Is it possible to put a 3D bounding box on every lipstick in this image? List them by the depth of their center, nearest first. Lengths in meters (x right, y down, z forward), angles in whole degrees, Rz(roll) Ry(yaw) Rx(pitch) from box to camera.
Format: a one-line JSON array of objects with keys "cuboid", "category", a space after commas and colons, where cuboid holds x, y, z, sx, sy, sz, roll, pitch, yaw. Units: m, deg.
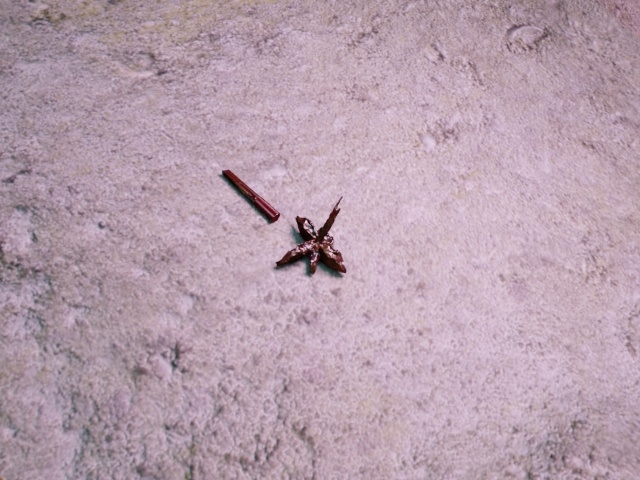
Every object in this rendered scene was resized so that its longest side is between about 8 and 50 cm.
[{"cuboid": [-0.160, -0.106, 2.254, 0.176, 0.027, 0.027, 41, 55, 20], "category": "lipstick"}]

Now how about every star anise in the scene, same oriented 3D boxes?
[{"cuboid": [-0.003, -0.009, 2.147, 0.158, 0.144, 0.141, 14, 59, -4], "category": "star anise"}]

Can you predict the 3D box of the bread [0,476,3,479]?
[{"cuboid": [-0.516, 0.514, 1.534, 0.279, 0.279, 0.207, 32, 50, 13], "category": "bread"}]
